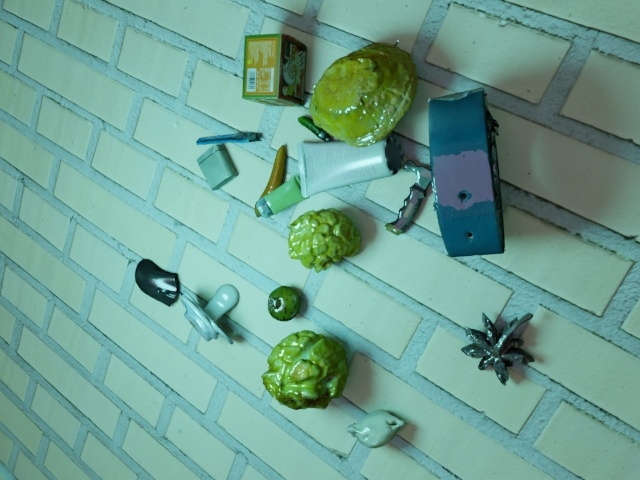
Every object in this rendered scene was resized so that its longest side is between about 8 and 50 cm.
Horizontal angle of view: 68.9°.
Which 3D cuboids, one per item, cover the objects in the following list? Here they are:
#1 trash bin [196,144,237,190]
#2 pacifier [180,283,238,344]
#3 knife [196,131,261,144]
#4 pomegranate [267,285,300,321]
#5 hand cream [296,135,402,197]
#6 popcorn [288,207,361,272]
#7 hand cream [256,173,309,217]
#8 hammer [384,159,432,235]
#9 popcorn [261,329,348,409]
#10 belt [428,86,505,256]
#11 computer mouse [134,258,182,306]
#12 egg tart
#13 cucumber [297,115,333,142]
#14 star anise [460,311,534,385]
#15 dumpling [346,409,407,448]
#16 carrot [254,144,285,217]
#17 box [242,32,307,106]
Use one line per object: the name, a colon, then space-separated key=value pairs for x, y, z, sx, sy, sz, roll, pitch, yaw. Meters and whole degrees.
trash bin: x=-0.383 y=-0.268 z=1.723 sx=0.116 sy=0.059 sz=0.130 roll=-30 pitch=84 yaw=27
pacifier: x=-0.392 y=0.255 z=1.748 sx=0.279 sy=0.227 sz=0.207 roll=43 pitch=72 yaw=14
knife: x=-0.338 y=-0.368 z=1.702 sx=0.296 sy=0.026 sz=0.044 roll=1 pitch=65 yaw=25
pomegranate: x=-0.134 y=0.221 z=1.630 sx=0.130 sy=0.130 sz=0.131 roll=3 pitch=98 yaw=25
hand cream: x=0.079 y=-0.246 z=1.492 sx=0.358 sy=0.118 sz=0.186 roll=-3 pitch=97 yaw=33
popcorn: x=0.008 y=0.003 z=1.505 sx=0.235 sy=0.216 sz=0.181 roll=-41 pitch=52 yaw=30
hand cream: x=-0.134 y=-0.143 z=1.599 sx=0.174 sy=0.046 sz=0.095 roll=-31 pitch=98 yaw=-3
hammer: x=0.281 y=-0.117 z=1.439 sx=0.158 sy=0.041 sz=0.227 roll=35 pitch=109 yaw=19
popcorn: x=-0.038 y=0.433 z=1.538 sx=0.281 sy=0.282 sz=0.247 roll=6 pitch=64 yaw=24
belt: x=0.389 y=-0.175 z=1.238 sx=0.172 sy=0.300 sz=0.438 roll=-3 pitch=92 yaw=23
computer mouse: x=-0.680 y=0.176 z=1.906 sx=0.263 sy=0.088 sz=0.147 roll=19 pitch=106 yaw=19
egg tart: x=0.117 y=-0.451 z=1.377 sx=0.340 sy=0.153 sz=0.351 roll=-52 pitch=52 yaw=12
cucumber: x=-0.016 y=-0.372 z=1.551 sx=0.155 sy=0.037 sz=0.037 roll=40 pitch=111 yaw=15
star anise: x=0.518 y=0.302 z=1.352 sx=0.208 sy=0.089 sz=0.232 roll=13 pitch=113 yaw=15
dumpling: x=0.185 y=0.621 z=1.534 sx=0.198 sy=0.136 sz=0.119 roll=-4 pitch=59 yaw=6
carrot: x=-0.163 y=-0.198 z=1.633 sx=0.062 sy=0.066 sz=0.271 roll=19 pitch=106 yaw=-23
box: x=-0.143 y=-0.544 z=1.510 sx=0.148 sy=0.177 sz=0.195 roll=8 pitch=99 yaw=25
